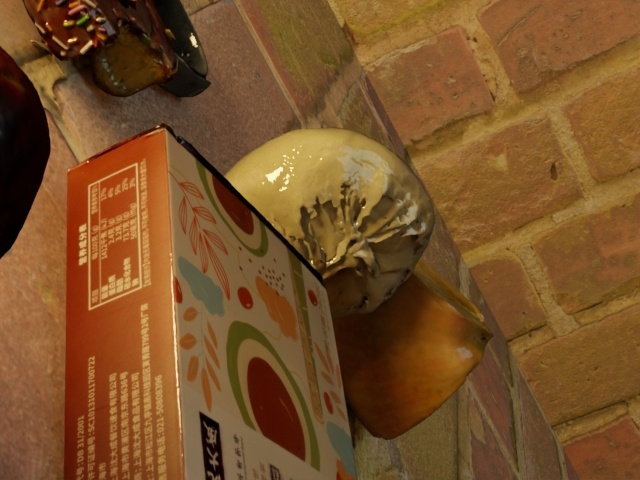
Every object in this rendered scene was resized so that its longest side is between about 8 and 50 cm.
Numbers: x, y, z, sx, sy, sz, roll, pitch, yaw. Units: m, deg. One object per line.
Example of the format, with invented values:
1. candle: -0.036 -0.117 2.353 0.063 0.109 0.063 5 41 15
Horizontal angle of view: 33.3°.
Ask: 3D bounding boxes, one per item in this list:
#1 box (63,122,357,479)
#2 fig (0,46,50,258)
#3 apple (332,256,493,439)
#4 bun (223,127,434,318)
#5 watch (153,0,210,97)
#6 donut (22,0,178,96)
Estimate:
1. box: -0.093 0.142 1.023 0.344 0.122 0.385 47 28 -49
2. fig: -0.268 -0.048 0.601 0.224 0.224 0.263 57 14 -27
3. apple: 0.122 0.126 1.534 0.309 0.252 0.314 -37 126 -77
4. bun: 0.000 0.000 1.298 0.287 0.287 0.146 51 13 -41
5. watch: -0.223 -0.289 1.438 0.193 0.068 0.206 65 13 4
6. donut: -0.262 -0.267 1.212 0.216 0.096 0.230 63 15 6
